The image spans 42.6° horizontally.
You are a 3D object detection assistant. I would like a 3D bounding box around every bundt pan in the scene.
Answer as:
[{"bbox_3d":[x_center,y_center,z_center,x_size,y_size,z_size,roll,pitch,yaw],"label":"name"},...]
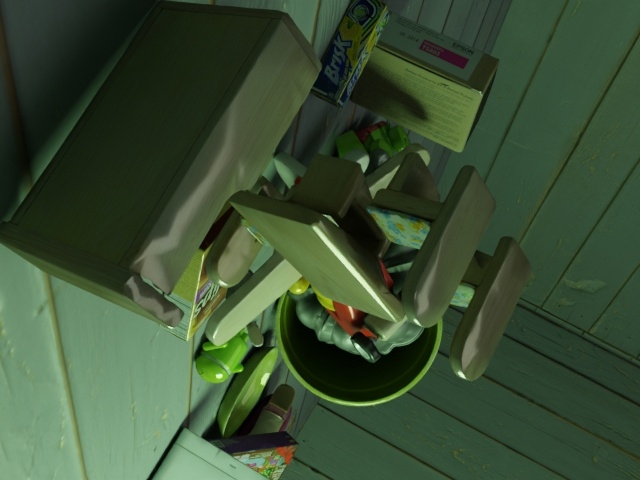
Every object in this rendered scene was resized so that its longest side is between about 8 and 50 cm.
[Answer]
[{"bbox_3d":[0.076,0.067,1.608,0.330,0.331,0.124,-64,164,7],"label":"bundt pan"}]

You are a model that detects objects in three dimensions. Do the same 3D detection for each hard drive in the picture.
[{"bbox_3d":[-0.252,0.564,1.530,0.353,0.233,0.047,-59,-172,-18],"label":"hard drive"}]

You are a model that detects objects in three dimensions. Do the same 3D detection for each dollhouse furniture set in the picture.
[{"bbox_3d":[-0.055,0.006,0.794,0.256,0.362,0.394,-61,141,-16],"label":"dollhouse furniture set"}]

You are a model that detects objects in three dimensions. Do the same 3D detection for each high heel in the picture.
[{"bbox_3d":[-0.183,0.557,2.162,0.377,0.127,0.181,-49,170,-36],"label":"high heel"}]

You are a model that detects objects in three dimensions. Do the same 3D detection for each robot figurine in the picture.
[{"bbox_3d":[-0.173,0.199,1.433,0.115,0.067,0.101,-56,150,-26],"label":"robot figurine"}]

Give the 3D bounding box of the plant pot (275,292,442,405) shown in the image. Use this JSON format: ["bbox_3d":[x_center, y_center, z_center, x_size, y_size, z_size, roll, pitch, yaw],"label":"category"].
[{"bbox_3d":[0.089,0.170,1.971,0.366,0.367,0.353,-63,-179,5],"label":"plant pot"}]

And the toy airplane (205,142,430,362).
[{"bbox_3d":[0.000,0.000,1.385,0.386,0.272,0.384,4,106,-39],"label":"toy airplane"}]

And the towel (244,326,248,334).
[{"bbox_3d":[-0.146,0.158,1.573,0.148,0.027,0.110,-65,170,13],"label":"towel"}]

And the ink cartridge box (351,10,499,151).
[{"bbox_3d":[0.179,-0.281,1.456,0.088,0.235,0.193,-58,169,-23],"label":"ink cartridge box"}]

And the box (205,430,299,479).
[{"bbox_3d":[-0.196,0.545,1.890,0.293,0.057,0.201,11,112,-54],"label":"box"}]

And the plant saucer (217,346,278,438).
[{"bbox_3d":[-0.172,0.341,1.877,0.241,0.037,0.241,-59,170,-18],"label":"plant saucer"}]

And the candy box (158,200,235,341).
[{"bbox_3d":[-0.163,0.038,1.126,0.109,0.053,0.186,-52,167,-45],"label":"candy box"}]

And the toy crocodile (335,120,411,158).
[{"bbox_3d":[0.102,-0.194,1.697,0.115,0.105,0.340,-21,-171,25],"label":"toy crocodile"}]

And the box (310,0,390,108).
[{"bbox_3d":[0.046,-0.294,1.278,0.168,0.054,0.059,-63,170,3],"label":"box"}]
